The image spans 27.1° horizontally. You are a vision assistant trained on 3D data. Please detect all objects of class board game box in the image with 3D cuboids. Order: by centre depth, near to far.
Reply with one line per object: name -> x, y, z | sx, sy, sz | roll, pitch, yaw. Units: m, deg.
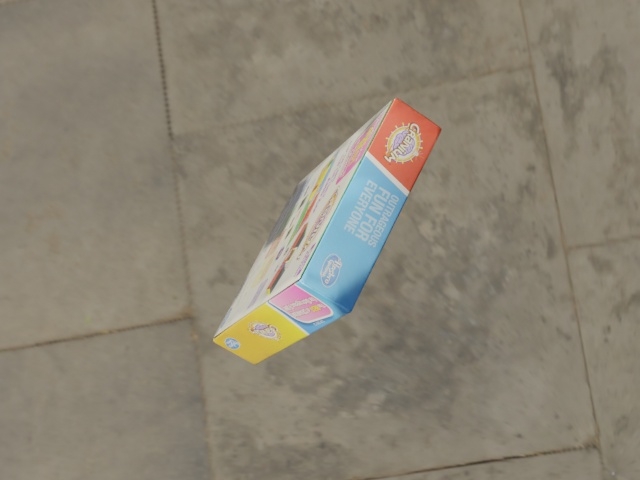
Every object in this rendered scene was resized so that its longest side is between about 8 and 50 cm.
board game box -> 0.000, 0.000, 1.505 | 0.064, 0.316, 0.242 | 32, 67, -10
